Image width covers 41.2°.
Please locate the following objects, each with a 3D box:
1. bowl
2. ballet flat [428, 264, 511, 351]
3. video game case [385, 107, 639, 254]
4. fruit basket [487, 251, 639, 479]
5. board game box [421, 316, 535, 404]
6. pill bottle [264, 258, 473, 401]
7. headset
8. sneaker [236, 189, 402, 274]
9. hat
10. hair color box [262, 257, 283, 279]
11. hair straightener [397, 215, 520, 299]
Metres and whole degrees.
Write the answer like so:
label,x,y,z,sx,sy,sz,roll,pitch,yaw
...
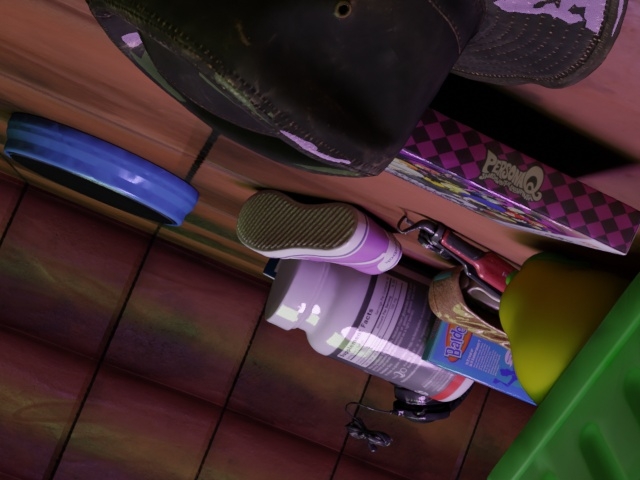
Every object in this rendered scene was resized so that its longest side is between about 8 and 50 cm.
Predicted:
label,x,y,z,sx,sy,sz,roll,pitch,yaw
bowl,-0.434,-0.130,1.680,0.391,0.077,0.391,22,172,3
ballet flat,0.333,0.122,1.299,0.342,0.116,0.124,25,153,2
video game case,0.109,-0.060,0.703,0.232,0.041,0.210,23,-179,-17
fruit basket,0.340,0.168,0.909,0.283,0.392,0.392,19,173,-9
board game box,0.291,0.160,1.394,0.210,0.160,0.047,23,173,-4
pill bottle,0.102,0.128,1.499,0.363,0.210,0.210,24,172,-11
headset,0.218,0.312,1.878,0.185,0.394,0.243,10,127,57
sneaker,0.000,0.001,1.325,0.282,0.102,0.161,14,172,45
hat,-0.017,-0.115,0.448,0.331,0.134,0.331,21,171,3
hair color box,0.074,0.108,1.733,0.347,0.105,0.174,30,175,-32
hair straightener,0.184,0.024,1.162,0.230,0.047,0.089,26,171,-29
